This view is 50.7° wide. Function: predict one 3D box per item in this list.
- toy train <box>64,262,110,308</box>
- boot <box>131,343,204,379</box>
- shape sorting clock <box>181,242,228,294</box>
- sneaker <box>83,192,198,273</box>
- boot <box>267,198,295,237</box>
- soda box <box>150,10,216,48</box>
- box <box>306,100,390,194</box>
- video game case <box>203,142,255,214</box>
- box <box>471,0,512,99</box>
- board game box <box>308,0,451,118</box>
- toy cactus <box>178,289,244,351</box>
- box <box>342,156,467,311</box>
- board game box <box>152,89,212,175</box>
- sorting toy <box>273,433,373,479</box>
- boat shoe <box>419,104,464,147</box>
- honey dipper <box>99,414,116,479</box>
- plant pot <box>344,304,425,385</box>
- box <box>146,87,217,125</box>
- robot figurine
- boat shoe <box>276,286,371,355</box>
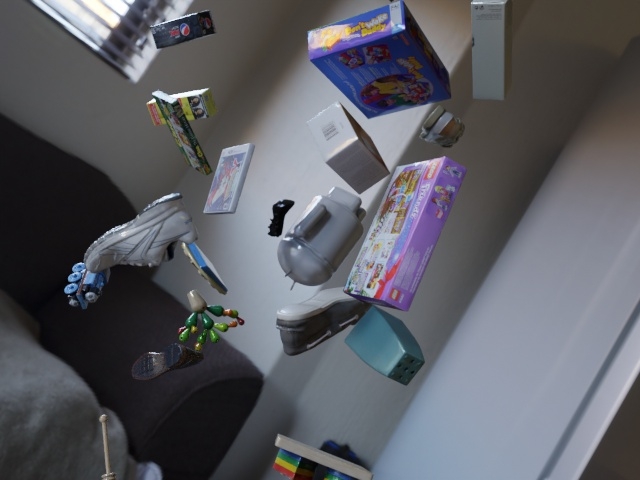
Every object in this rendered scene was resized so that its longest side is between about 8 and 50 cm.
[{"bbox_3d":[-0.714,0.130,2.077,0.184,0.105,0.080,-94,176,-52],"label":"toy train"},{"bbox_3d":[-0.440,0.359,1.946,0.219,0.082,0.106,-22,-26,30],"label":"boot"},{"bbox_3d":[-0.349,0.084,2.029,0.206,0.040,0.206,54,-4,6],"label":"shape sorting clock"},{"bbox_3d":[-0.405,0.012,1.507,0.129,0.297,0.111,58,22,-10],"label":"sneaker"},{"bbox_3d":[-0.120,-0.067,2.054,0.045,0.099,0.121,15,21,19],"label":"boot"},{"bbox_3d":[-0.342,-0.523,1.681,0.169,0.053,0.060,-1,-68,35],"label":"soda box"},{"bbox_3d":[0.065,-0.207,1.527,0.170,0.091,0.130,36,25,-53],"label":"box"},{"bbox_3d":[-0.260,-0.171,1.910,0.023,0.201,0.183,20,-10,-31],"label":"video game case"},{"bbox_3d":[0.475,-0.536,1.865,0.094,0.113,0.275,8,-54,24],"label":"box"},{"bbox_3d":[0.152,-0.420,1.629,0.233,0.078,0.347,-10,-18,25],"label":"board game box"},{"bbox_3d":[-0.362,0.242,2.123,0.180,0.219,0.112,60,-28,11],"label":"toy cactus"},{"bbox_3d":[0.159,-0.013,1.316,0.057,0.293,0.201,27,-8,-18],"label":"box"},{"bbox_3d":[-0.416,-0.323,2.042,0.136,0.030,0.260,34,-27,48],"label":"board game box"},{"bbox_3d":[-0.009,0.604,1.788,0.257,0.089,0.255,21,-15,2],"label":"sorting toy"},{"bbox_3d":[0.370,-0.326,2.027,0.103,0.113,0.302,40,12,6],"label":"boat shoe"},{"bbox_3d":[-0.451,0.448,1.424,0.030,0.030,0.161,42,34,-67],"label":"honey dipper"},{"bbox_3d":[0.229,0.363,2.262,0.165,0.165,0.234,31,9,-34],"label":"plant pot"},{"bbox_3d":[-0.463,-0.445,2.257,0.232,0.058,0.087,-2,-61,27],"label":"box"},{"bbox_3d":[0.000,0.000,2.143,0.200,0.353,0.300,27,-19,31],"label":"robot figurine"},{"bbox_3d":[0.018,0.175,1.542,0.112,0.095,0.335,5,11,37],"label":"boat shoe"}]
